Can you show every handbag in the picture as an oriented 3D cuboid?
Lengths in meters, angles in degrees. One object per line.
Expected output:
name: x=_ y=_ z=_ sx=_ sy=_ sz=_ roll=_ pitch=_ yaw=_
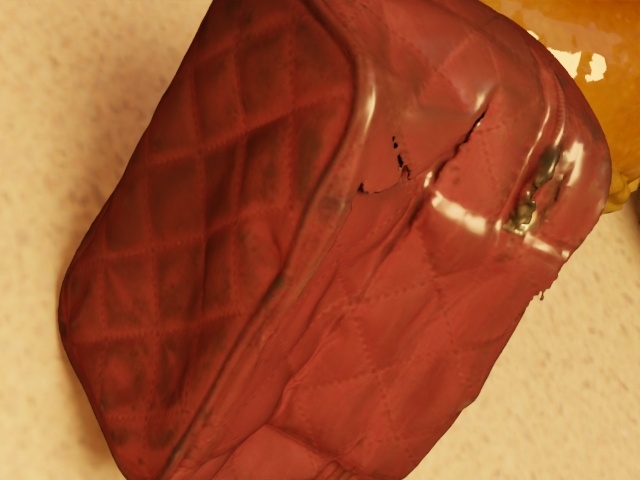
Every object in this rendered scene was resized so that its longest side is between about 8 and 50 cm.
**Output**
handbag: x=0.000 y=0.000 z=0.496 sx=0.135 sy=0.225 sz=0.146 roll=12 pitch=31 yaw=-34

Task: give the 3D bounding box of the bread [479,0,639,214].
bread: x=0.113 y=-0.176 z=0.699 sx=0.236 sy=0.183 sz=0.388 roll=24 pitch=55 yaw=-22
